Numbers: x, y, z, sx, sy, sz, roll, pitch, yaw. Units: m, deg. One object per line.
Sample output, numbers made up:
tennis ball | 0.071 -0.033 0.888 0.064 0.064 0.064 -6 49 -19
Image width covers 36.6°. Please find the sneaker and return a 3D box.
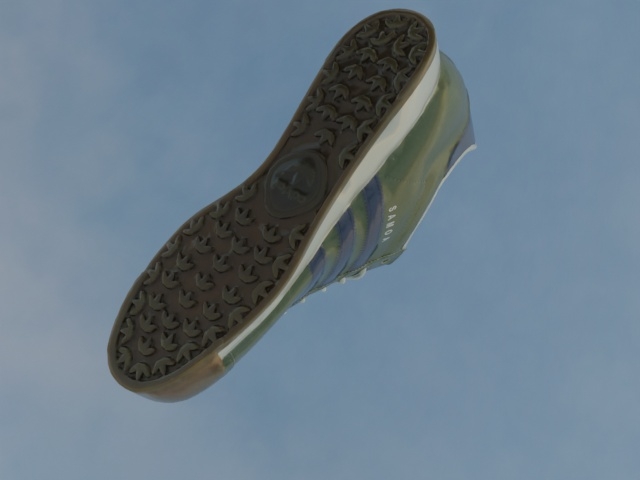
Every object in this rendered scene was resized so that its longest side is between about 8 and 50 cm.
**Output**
sneaker | 0.000 0.000 0.417 0.192 0.086 0.064 -51 -129 0
